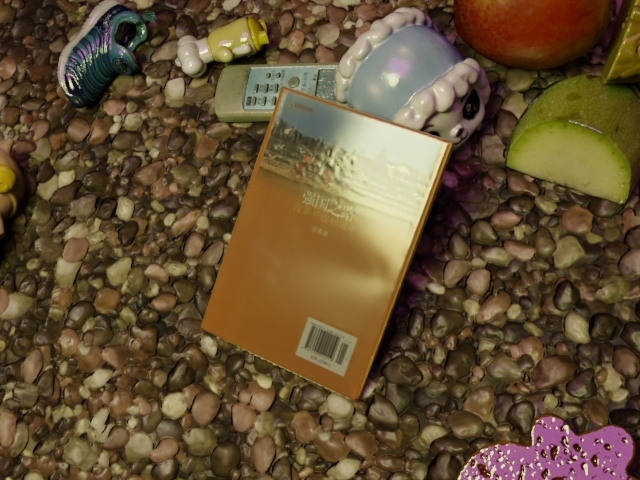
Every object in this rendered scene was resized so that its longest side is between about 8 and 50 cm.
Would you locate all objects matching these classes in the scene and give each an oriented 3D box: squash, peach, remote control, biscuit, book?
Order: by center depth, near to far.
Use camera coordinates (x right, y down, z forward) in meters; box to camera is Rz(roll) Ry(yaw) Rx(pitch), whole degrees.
[{"bbox_3d":[0.281,0.306,1.001,0.236,0.039,0.180,-14,69,10],"label":"biscuit"},{"bbox_3d":[0.000,0.000,1.131,0.262,0.028,0.374,22,96,21],"label":"book"},{"bbox_3d":[0.370,-0.168,1.136,0.191,0.085,0.184,20,76,19],"label":"squash"},{"bbox_3d":[0.296,-0.352,1.156,0.230,0.231,0.231,-5,68,13],"label":"peach"},{"bbox_3d":[-0.055,-0.235,1.297,0.233,0.038,0.098,2,71,14],"label":"remote control"}]

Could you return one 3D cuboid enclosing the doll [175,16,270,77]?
[{"bbox_3d":[-0.164,-0.320,1.341,0.162,0.062,0.106,-17,38,6],"label":"doll"}]

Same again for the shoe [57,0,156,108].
[{"bbox_3d":[-0.361,-0.314,1.375,0.106,0.091,0.207,20,72,26],"label":"shoe"}]

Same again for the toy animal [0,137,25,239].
[{"bbox_3d":[-0.554,-0.055,1.292,0.149,0.165,0.248,28,65,5],"label":"toy animal"}]

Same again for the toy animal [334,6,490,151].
[{"bbox_3d":[0.136,-0.219,1.172,0.208,0.156,0.204,-38,69,-6],"label":"toy animal"}]

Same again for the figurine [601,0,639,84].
[{"bbox_3d":[0.565,-0.259,1.104,0.315,0.168,0.187,17,35,10],"label":"figurine"}]
